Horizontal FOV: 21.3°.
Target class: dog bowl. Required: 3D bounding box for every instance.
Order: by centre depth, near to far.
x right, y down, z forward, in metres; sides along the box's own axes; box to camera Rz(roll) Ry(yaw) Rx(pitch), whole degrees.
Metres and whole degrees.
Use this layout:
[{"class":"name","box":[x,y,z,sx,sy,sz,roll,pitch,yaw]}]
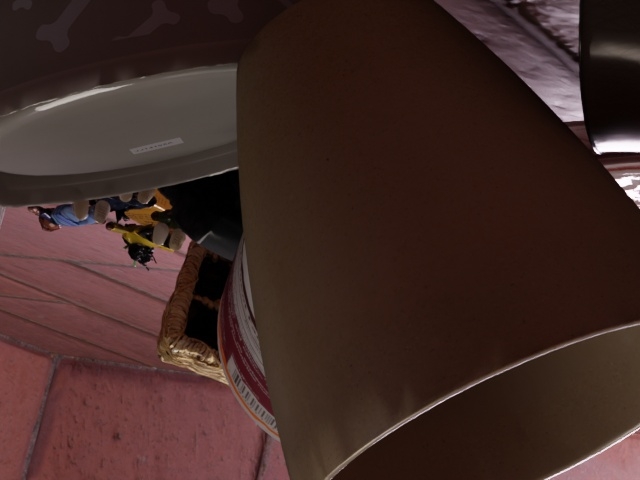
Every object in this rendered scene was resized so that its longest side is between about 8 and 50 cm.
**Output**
[{"class":"dog bowl","box":[-0.125,-0.116,1.186,0.348,0.102,0.349,-12,172,-2]}]

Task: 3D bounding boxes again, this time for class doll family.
[{"class":"doll family","box":[-0.200,-0.022,1.716,0.193,0.076,0.111,25,168,-28]}]

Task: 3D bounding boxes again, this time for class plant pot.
[{"class":"plant pot","box":[0.059,-0.007,0.984,0.256,0.274,0.256,-19,156,-9]}]

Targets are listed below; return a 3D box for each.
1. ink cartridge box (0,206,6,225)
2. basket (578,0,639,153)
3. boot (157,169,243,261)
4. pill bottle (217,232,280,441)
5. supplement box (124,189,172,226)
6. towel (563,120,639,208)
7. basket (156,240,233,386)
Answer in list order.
[{"class":"ink cartridge box","box":[-0.389,-0.049,2.033,0.261,0.066,0.296,17,179,-14]},{"class":"basket","box":[0.269,-0.118,0.929,0.226,0.154,0.204,5,168,18]},{"class":"boot","box":[0.001,0.000,1.726,0.445,0.146,0.367,29,-178,-33]},{"class":"pill bottle","box":[0.044,0.034,1.284,0.224,0.224,0.392,14,164,-4]},{"class":"supplement box","box":[-0.207,-0.076,1.804,0.078,0.080,0.233,3,162,32]},{"class":"towel","box":[0.290,-0.017,1.384,0.316,0.053,0.332,1,162,-1]},{"class":"basket","box":[-0.024,0.084,2.004,0.299,0.214,0.223,20,170,-5]}]
